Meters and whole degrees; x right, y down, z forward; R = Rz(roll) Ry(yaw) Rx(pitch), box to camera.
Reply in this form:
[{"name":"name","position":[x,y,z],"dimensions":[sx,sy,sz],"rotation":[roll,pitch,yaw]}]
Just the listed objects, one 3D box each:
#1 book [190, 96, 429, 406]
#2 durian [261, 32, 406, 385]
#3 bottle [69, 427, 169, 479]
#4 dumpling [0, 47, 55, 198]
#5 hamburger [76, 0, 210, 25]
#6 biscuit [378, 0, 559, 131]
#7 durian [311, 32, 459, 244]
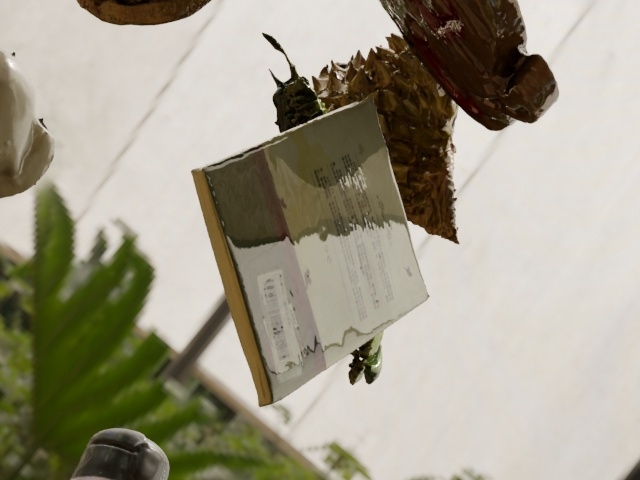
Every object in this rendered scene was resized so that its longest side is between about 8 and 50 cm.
[{"name":"book","position":[0.000,0.000,1.360],"dimensions":[0.026,0.289,0.201],"rotation":[-13,-82,32]},{"name":"durian","position":[0.023,-0.040,1.647],"dimensions":[0.106,0.375,0.132],"rotation":[-18,-6,38]},{"name":"bottle","position":[-0.266,0.370,1.821],"dimensions":[0.144,0.336,0.144],"rotation":[11,-35,8]},{"name":"dumpling","position":[-0.352,-0.123,1.670],"dimensions":[0.092,0.150,0.176],"rotation":[23,-30,27]},{"name":"hamburger","position":[-0.171,-0.302,1.622],"dimensions":[0.177,0.185,0.113],"rotation":[-115,-167,-52]},{"name":"biscuit","position":[0.111,-0.225,1.512],"dimensions":[0.314,0.063,0.367],"rotation":[55,-4,24]},{"name":"durian","position":[0.069,-0.139,1.853],"dimensions":[0.195,0.305,0.185],"rotation":[5,-33,0]}]
